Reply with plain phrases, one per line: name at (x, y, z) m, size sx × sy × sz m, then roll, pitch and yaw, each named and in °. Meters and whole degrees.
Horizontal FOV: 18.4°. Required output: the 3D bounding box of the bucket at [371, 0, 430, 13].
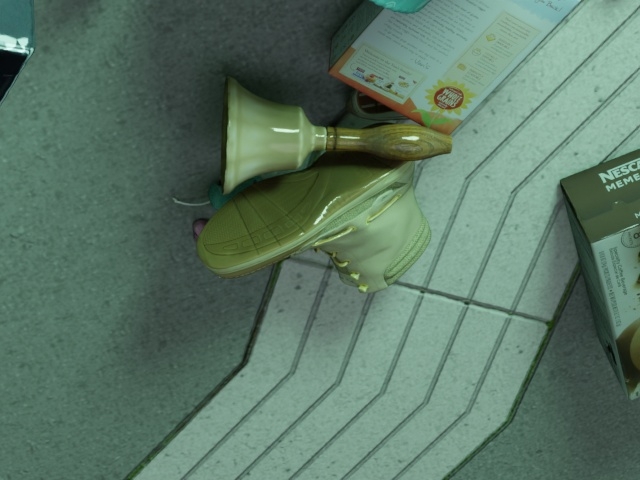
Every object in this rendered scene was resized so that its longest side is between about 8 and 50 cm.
bucket at (0.071, -0.356, 1.820) m, size 0.281 × 0.281 × 0.183 m, roll 27°, pitch 121°, yaw -36°

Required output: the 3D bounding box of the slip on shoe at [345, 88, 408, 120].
slip on shoe at (0.092, -0.152, 2.159) m, size 0.135 × 0.051 × 0.041 m, roll -9°, pitch 173°, yaw -23°

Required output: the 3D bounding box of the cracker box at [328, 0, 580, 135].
cracker box at (0.136, -0.227, 2.037) m, size 0.155 × 0.067 × 0.232 m, roll 28°, pitch 130°, yaw -21°

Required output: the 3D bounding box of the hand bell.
hand bell at (0.019, -0.105, 2.080) m, size 0.242 × 0.126 × 0.126 m, roll 3°, pitch 130°, yaw -6°

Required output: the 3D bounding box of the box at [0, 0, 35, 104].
box at (-0.380, -0.255, 1.605) m, size 0.212 × 0.396 × 0.293 m, roll 7°, pitch 150°, yaw -26°

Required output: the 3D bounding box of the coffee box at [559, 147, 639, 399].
coffee box at (0.405, 0.034, 2.376) m, size 0.168 × 0.119 × 0.297 m, roll -20°, pitch 134°, yaw 0°

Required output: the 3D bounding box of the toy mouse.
toy mouse at (-0.100, -0.021, 2.211) m, size 0.143 × 0.031 × 0.161 m, roll 18°, pitch 122°, yaw -31°

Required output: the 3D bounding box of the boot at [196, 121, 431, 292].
boot at (0.000, 0.000, 2.193) m, size 0.262 × 0.095 × 0.203 m, roll -32°, pitch 147°, yaw -9°
